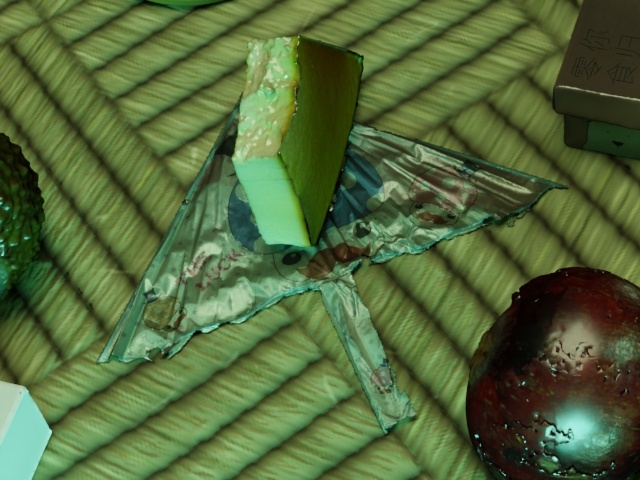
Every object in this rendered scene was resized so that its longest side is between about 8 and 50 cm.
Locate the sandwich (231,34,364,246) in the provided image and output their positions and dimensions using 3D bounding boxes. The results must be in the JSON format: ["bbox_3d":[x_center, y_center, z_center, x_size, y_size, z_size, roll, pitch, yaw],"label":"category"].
[{"bbox_3d":[-0.018,-0.115,1.377,0.058,0.162,0.193,4,56,16],"label":"sandwich"}]

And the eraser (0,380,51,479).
[{"bbox_3d":[-0.291,0.241,1.246,0.078,0.076,0.298,10,58,16],"label":"eraser"}]

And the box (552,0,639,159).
[{"bbox_3d":[0.318,-0.158,1.415,0.215,0.086,0.215,11,58,17],"label":"box"}]

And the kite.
[{"bbox_3d":[0.000,0.000,1.402,0.406,0.014,0.368,-21,55,-5],"label":"kite"}]

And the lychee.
[{"bbox_3d":[-0.298,-0.028,1.388,0.171,0.171,0.171,-4,55,6],"label":"lychee"}]

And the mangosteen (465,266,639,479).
[{"bbox_3d":[0.195,0.106,1.218,0.180,0.166,0.166,19,56,-14],"label":"mangosteen"}]

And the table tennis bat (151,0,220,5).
[{"bbox_3d":[-0.167,-0.324,1.638,0.321,0.050,0.198,28,66,20],"label":"table tennis bat"}]
